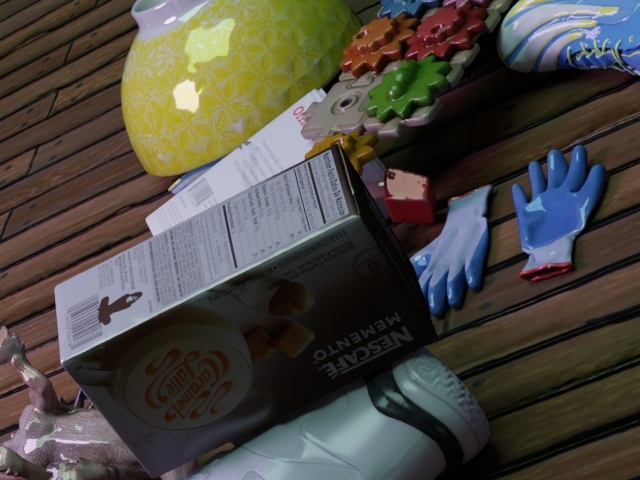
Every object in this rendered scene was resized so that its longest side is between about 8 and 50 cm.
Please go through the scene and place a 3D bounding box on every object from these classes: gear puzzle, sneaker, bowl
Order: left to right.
[{"bbox_3d":[-0.115,-0.217,2.158,0.289,0.156,0.289,-31,21,13],"label":"bowl"},{"bbox_3d":[-0.081,-0.061,2.051,0.144,0.059,0.053,-25,-4,-5],"label":"sneaker"},{"bbox_3d":[-0.043,0.149,1.605,0.210,0.137,0.366,-45,32,-16],"label":"sneaker"},{"bbox_3d":[0.059,-0.160,1.849,0.175,0.044,0.339,-4,40,43],"label":"gear puzzle"},{"bbox_3d":[0.262,-0.190,1.786,0.240,0.091,0.126,-23,33,26],"label":"sneaker"}]

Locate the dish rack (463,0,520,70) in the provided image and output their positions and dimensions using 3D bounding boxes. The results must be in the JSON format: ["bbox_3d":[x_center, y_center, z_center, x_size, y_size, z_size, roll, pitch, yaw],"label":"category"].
[{"bbox_3d":[0.165,-0.275,2.040,0.208,0.074,0.271,-28,30,19],"label":"dish rack"}]

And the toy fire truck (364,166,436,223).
[{"bbox_3d":[0.000,0.000,1.795,0.192,0.047,0.135,4,64,15],"label":"toy fire truck"}]

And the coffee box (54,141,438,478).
[{"bbox_3d":[-0.057,0.055,1.496,0.246,0.141,0.098,-26,37,9],"label":"coffee box"}]

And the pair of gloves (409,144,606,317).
[{"bbox_3d":[0.154,-0.007,1.723,0.198,0.023,0.159,-19,34,31],"label":"pair of gloves"}]

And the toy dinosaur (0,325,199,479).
[{"bbox_3d":[-0.187,0.186,1.741,0.296,0.200,0.127,14,73,30],"label":"toy dinosaur"}]

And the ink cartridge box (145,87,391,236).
[{"bbox_3d":[-0.044,-0.029,1.913,0.218,0.092,0.158,-39,28,3],"label":"ink cartridge box"}]
